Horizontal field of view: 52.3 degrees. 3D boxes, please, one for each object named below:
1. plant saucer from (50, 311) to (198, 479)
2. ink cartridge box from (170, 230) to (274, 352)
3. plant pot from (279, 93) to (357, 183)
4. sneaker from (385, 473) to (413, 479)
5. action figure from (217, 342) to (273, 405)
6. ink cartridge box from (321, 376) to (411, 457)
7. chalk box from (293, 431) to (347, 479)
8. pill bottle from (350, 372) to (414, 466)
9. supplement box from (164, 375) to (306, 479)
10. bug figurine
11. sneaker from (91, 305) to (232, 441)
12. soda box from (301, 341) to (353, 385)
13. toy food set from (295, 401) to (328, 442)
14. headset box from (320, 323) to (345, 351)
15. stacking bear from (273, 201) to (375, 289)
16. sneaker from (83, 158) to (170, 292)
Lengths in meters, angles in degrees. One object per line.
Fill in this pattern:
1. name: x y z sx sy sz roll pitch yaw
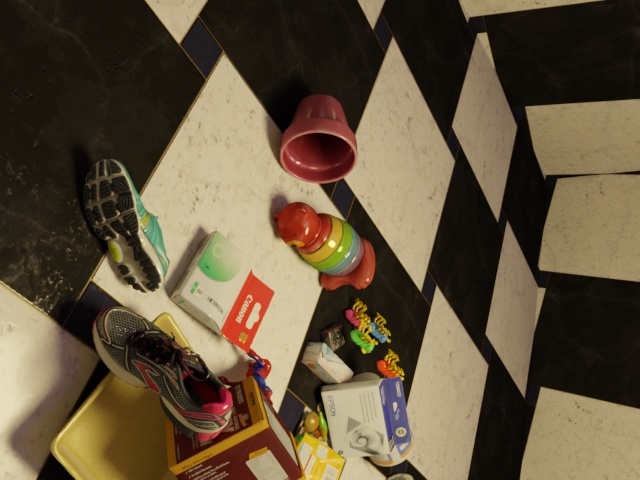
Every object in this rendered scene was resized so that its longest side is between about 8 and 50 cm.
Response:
1. plant saucer: -0.337 0.364 1.257 0.333 0.081 0.332 -55 130 -43
2. ink cartridge box: -0.199 0.116 1.454 0.225 0.056 0.181 40 52 -22
3. plant pot: -0.003 -0.282 1.732 0.201 0.201 0.180 47 35 -44
4. sneaker: 0.226 0.844 2.063 0.232 0.090 0.115 -43 129 -39
5. action figure: -0.174 0.303 1.447 0.091 0.139 0.280 -58 -174 4
6. ink cartridge box: 0.130 0.494 1.810 0.045 0.224 0.223 -80 159 -72
7. chalk box: -0.060 0.572 1.574 0.132 0.213 0.132 36 48 -9
8. pill bottle: 0.169 0.525 1.934 0.152 0.152 0.272 -54 130 -44
9. supplement box: -0.162 0.401 1.242 0.194 0.191 0.129 64 -2 -31
10. bug figurine: 0.155 0.296 1.930 0.216 0.072 0.279 45 15 -23
11. sneaker: -0.269 0.213 1.145 0.299 0.112 0.121 38 48 7
12. soda box: 0.022 0.352 1.813 0.183 0.058 0.063 51 47 -42
13. toy food set: -0.024 0.527 1.745 0.192 0.039 0.132 -27 110 -54
14. headset box: 0.032 0.280 1.859 0.083 0.032 0.062 -22 106 -56
15. stacking bear: 0.000 0.000 1.737 0.289 0.175 0.164 36 60 -40
16. sneaker: -0.367 -0.032 1.258 0.110 0.107 0.275 -71 150 -61
